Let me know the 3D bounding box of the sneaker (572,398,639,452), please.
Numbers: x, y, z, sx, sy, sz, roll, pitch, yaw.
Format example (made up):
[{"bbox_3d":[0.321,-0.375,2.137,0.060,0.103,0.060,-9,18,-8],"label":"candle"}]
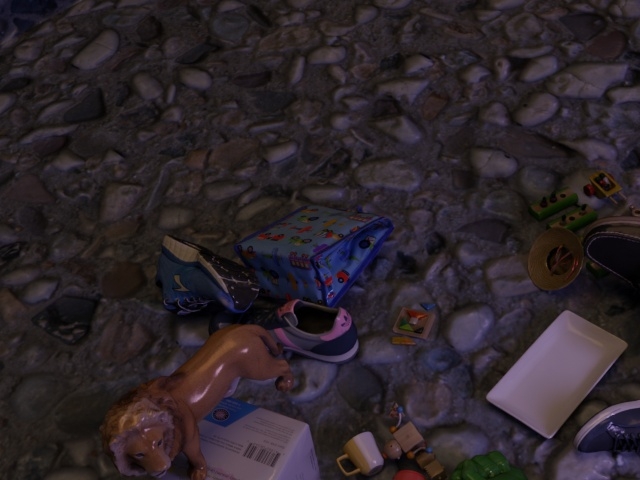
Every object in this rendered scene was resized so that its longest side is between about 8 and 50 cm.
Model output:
[{"bbox_3d":[0.570,0.358,1.662,0.226,0.086,0.163,-18,44,-9],"label":"sneaker"}]

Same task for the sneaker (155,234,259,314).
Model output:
[{"bbox_3d":[-0.244,0.099,1.999,0.330,0.130,0.147,23,93,53],"label":"sneaker"}]

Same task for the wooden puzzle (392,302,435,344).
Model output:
[{"bbox_3d":[0.191,0.168,1.955,0.079,0.014,0.116,8,48,16],"label":"wooden puzzle"}]

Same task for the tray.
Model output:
[{"bbox_3d":[0.450,0.254,1.820,0.145,0.030,0.270,31,59,33],"label":"tray"}]

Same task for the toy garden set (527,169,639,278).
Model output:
[{"bbox_3d":[0.603,-0.051,2.068,0.204,0.049,0.244,-26,48,-14],"label":"toy garden set"}]

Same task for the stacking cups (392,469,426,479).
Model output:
[{"bbox_3d":[0.131,0.530,1.577,0.096,0.096,0.316,7,46,15],"label":"stacking cups"}]

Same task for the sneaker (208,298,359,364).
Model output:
[{"bbox_3d":[-0.081,0.159,1.929,0.319,0.131,0.112,4,48,13],"label":"sneaker"}]

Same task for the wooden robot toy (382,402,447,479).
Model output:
[{"bbox_3d":[0.152,0.377,1.729,0.079,0.076,0.173,-34,59,-4],"label":"wooden robot toy"}]

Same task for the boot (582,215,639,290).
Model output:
[{"bbox_3d":[0.653,0.120,1.789,0.377,0.138,0.284,26,46,7],"label":"boot"}]

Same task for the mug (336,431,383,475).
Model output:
[{"bbox_3d":[0.077,0.396,1.737,0.078,0.062,0.064,-42,57,11],"label":"mug"}]

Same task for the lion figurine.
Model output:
[{"bbox_3d":[-0.187,0.235,1.526,0.142,0.240,0.392,20,51,26],"label":"lion figurine"}]

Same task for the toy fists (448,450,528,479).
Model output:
[{"bbox_3d":[0.253,0.450,1.583,0.142,0.096,0.279,23,37,25],"label":"toy fists"}]

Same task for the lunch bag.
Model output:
[{"bbox_3d":[0.000,0.000,2.059,0.221,0.138,0.293,9,38,38],"label":"lunch bag"}]

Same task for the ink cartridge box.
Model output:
[{"bbox_3d":[-0.152,0.441,1.629,0.198,0.197,0.270,15,51,22],"label":"ink cartridge box"}]

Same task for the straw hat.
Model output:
[{"bbox_3d":[0.503,0.045,1.982,0.061,0.144,0.144,16,34,-34],"label":"straw hat"}]
